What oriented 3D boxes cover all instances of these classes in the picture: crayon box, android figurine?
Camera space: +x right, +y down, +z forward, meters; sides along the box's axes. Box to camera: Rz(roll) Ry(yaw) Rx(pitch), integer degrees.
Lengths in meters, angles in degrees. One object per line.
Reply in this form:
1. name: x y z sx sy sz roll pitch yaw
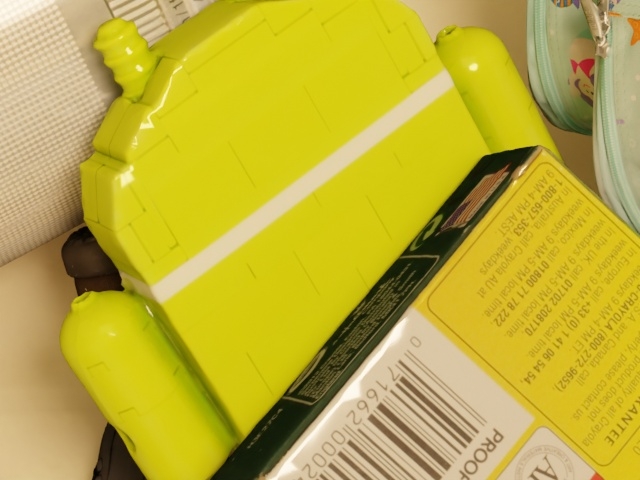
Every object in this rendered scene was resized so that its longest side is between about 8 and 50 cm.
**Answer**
1. crayon box: 0.133 0.139 0.861 0.318 0.081 0.202 43 80 -9
2. android figurine: 0.000 0.000 0.888 0.248 0.056 0.273 -39 113 -15

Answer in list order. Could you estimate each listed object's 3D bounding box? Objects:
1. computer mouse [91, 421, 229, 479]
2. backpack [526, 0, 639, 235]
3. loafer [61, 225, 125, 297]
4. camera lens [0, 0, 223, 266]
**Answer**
1. computer mouse: -0.066 0.066 0.967 0.071 0.041 0.242 9 68 5
2. backpack: 0.208 -0.111 0.927 0.191 0.225 0.253 0 99 40
3. loafer: -0.016 0.015 0.961 0.220 0.080 0.078 -10 98 -21
4. camera lens: -0.170 -0.101 0.940 0.274 0.219 0.219 -28 70 -10
